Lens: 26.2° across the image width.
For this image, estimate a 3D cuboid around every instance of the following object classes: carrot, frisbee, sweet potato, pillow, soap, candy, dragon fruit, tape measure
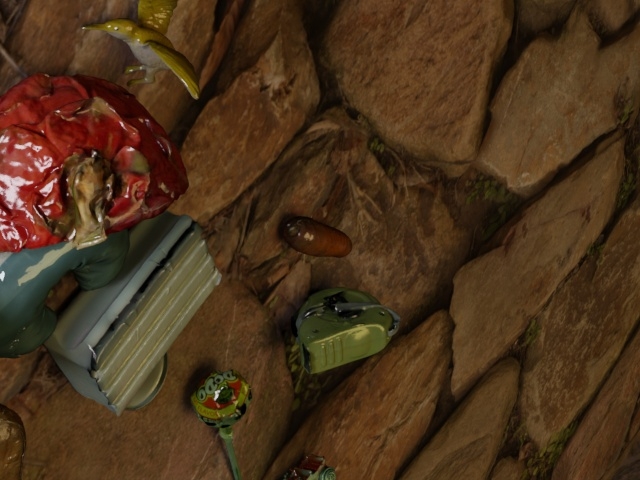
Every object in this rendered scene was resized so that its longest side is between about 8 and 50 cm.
[{"bbox_3d":[0.000,0.000,2.204,0.186,0.060,0.060,19,92,-60],"label":"carrot"},{"bbox_3d":[-0.257,0.191,1.959,0.110,0.014,0.110,-34,135,-42],"label":"frisbee"},{"bbox_3d":[-0.416,0.306,1.739,0.081,0.062,0.233,-5,116,-40],"label":"sweet potato"},{"bbox_3d":[-0.329,0.050,1.670,0.233,0.086,0.214,-46,158,-17],"label":"pillow"},{"bbox_3d":[-0.247,0.086,1.845,0.261,0.094,0.150,-54,152,-25],"label":"soap"},{"bbox_3d":[-0.140,0.306,2.168,0.091,0.083,0.305,-23,142,-12],"label":"candy"},{"bbox_3d":[-0.272,-0.103,1.564,0.317,0.205,0.152,-34,129,-38],"label":"dragon fruit"},{"bbox_3d":[0.033,0.137,2.248,0.178,0.154,0.087,-13,120,-19],"label":"tape measure"}]

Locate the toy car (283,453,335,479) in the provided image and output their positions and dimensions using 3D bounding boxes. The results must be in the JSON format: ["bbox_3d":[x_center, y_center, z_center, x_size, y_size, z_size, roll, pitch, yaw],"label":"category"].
[{"bbox_3d":[-0.039,0.432,2.392,0.143,0.073,0.054,-37,121,-41],"label":"toy car"}]

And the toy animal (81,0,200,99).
[{"bbox_3d":[-0.220,-0.231,1.700,0.155,0.219,0.095,-3,136,-18],"label":"toy animal"}]
